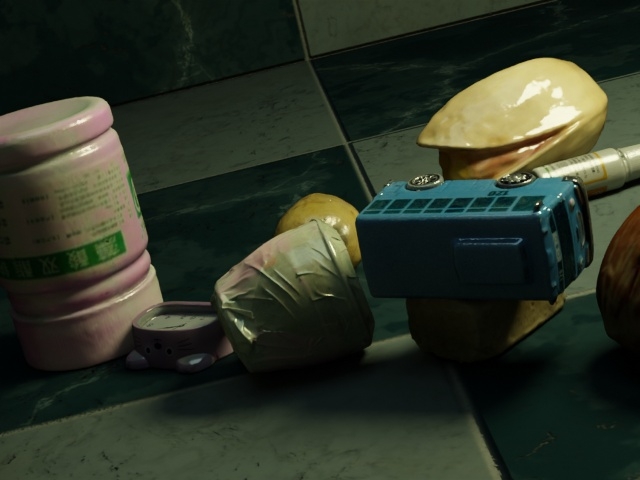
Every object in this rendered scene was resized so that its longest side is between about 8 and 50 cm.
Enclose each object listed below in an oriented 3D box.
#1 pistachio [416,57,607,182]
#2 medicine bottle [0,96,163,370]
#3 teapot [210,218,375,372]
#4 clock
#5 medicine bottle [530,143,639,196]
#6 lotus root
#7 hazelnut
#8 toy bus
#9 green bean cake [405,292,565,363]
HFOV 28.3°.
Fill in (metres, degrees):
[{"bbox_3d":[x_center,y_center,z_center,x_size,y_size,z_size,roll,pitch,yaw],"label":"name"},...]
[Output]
[{"bbox_3d":[0.300,-0.164,1.927,0.299,0.188,0.187,-28,22,-17],"label":"pistachio"},{"bbox_3d":[-0.344,-0.011,1.706,0.212,0.326,0.212,-11,19,4],"label":"medicine bottle"},{"bbox_3d":[-0.048,0.057,1.516,0.178,0.163,0.222,-22,45,-2],"label":"teapot"},{"bbox_3d":[-0.181,0.122,1.629,0.152,0.050,0.110,-1,22,34],"label":"clock"},{"bbox_3d":[0.416,-0.102,1.870,0.220,0.061,0.092,-15,-1,-8],"label":"medicine bottle"},{"bbox_3d":[0.000,0.000,1.770,0.125,0.118,0.221,-28,13,10],"label":"lotus root"},{"bbox_3d":[0.385,0.033,1.292,0.180,0.181,0.212,4,23,-20],"label":"hazelnut"},{"bbox_3d":[0.167,-0.001,1.383,0.234,0.116,0.133,0,24,30],"label":"toy bus"},{"bbox_3d":[0.193,0.068,1.470,0.109,0.085,0.179,8,28,42],"label":"green bean cake"}]
